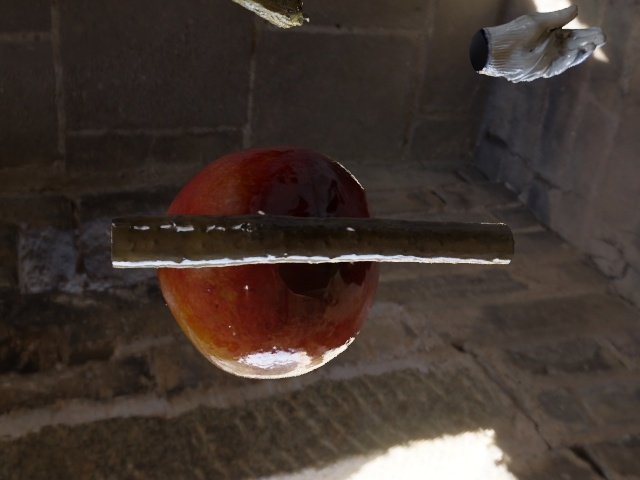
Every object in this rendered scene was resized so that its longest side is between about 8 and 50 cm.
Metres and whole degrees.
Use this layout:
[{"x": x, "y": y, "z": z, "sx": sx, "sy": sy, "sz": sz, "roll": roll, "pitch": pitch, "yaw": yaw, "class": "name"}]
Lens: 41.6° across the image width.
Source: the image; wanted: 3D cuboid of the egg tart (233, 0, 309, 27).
[{"x": -0.128, "y": -0.483, "z": 1.510, "sx": 0.279, "sy": 0.279, "sz": 0.095, "roll": 24, "pitch": 113, "yaw": -31, "class": "egg tart"}]

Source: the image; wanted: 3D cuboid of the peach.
[{"x": -0.079, "y": 0.028, "z": 1.310, "sx": 0.388, "sy": 0.388, "sz": 0.388, "roll": -10, "pitch": 123, "yaw": -15, "class": "peach"}]

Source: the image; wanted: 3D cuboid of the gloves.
[{"x": 0.362, "y": -0.326, "z": 1.398, "sx": 0.229, "sy": 0.097, "sz": 0.119, "roll": -5, "pitch": 103, "yaw": -1, "class": "gloves"}]

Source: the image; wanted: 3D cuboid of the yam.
[{"x": 0.000, "y": 0.000, "z": 0.677, "sx": 0.327, "sy": 0.045, "sz": 0.045, "roll": 0, "pitch": 147, "yaw": -13, "class": "yam"}]
